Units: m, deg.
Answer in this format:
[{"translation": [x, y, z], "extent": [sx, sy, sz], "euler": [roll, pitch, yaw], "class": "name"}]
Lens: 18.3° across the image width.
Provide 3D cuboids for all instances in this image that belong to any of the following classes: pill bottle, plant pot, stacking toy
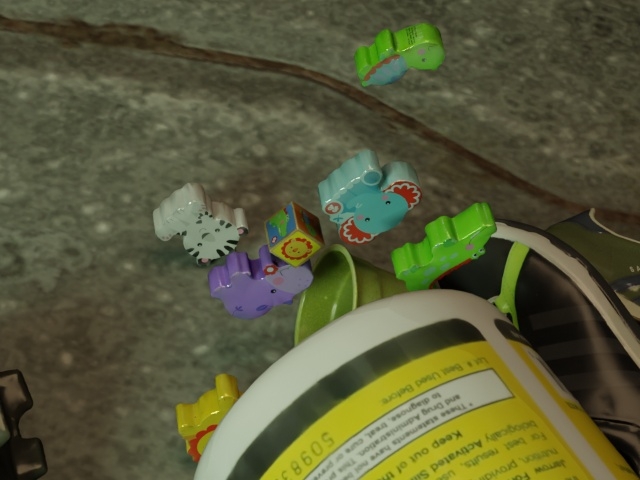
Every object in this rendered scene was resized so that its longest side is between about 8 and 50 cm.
[{"translation": [0.096, 0.197, 0.903], "extent": [0.188, 0.188, 0.334], "euler": [-17, 53, -28], "class": "pill bottle"}, {"translation": [0.037, 0.050, 1.117], "extent": [0.079, 0.083, 0.083], "euler": [11, 44, -21], "class": "plant pot"}, {"translation": [0.000, 0.000, 1.070], "extent": [0.052, 0.221, 0.167], "euler": [33, 31, -37], "class": "stacking toy"}]

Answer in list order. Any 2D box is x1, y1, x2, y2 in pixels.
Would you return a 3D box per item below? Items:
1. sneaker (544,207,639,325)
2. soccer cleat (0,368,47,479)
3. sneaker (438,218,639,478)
[{"translation": [0.207, 0.043, 1.170], "extent": [0.192, 0.064, 0.086], "euler": [31, 52, 20], "class": "sneaker"}, {"translation": [-0.186, 0.174, 0.942], "extent": [0.121, 0.093, 0.289], "euler": [-20, 53, 8], "class": "soccer cleat"}, {"translation": [0.132, 0.080, 1.101], "extent": [0.097, 0.084, 0.234], "euler": [-27, 58, -33], "class": "sneaker"}]
